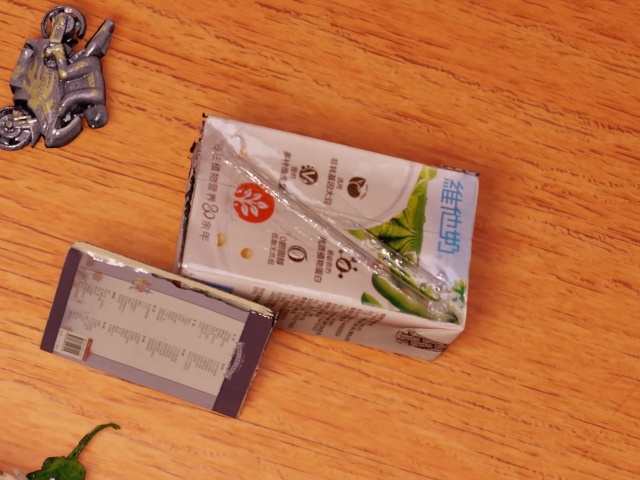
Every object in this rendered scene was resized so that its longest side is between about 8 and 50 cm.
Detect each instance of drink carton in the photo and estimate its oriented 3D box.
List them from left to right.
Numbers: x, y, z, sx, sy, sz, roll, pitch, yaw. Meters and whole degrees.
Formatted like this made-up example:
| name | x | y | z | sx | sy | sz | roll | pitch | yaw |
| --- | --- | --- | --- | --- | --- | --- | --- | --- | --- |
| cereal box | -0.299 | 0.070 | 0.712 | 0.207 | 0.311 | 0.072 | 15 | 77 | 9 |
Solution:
| name | x | y | z | sx | sy | sz | roll | pitch | yaw |
| --- | --- | --- | --- | --- | --- | --- | --- | --- | --- |
| drink carton | -0.001 | 0.000 | 1.874 | 0.324 | 0.132 | 0.194 | 12 | 67 | -9 |

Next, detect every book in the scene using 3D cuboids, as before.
| name | x | y | z | sx | sy | sz | roll | pitch | yaw |
| --- | --- | --- | --- | --- | --- | --- | --- | --- | --- |
| book | -0.174 | 0.095 | 1.798 | 0.231 | 0.157 | 0.026 | 20 | 39 | -4 |

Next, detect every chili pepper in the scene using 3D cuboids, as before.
| name | x | y | z | sx | sy | sz | roll | pitch | yaw |
| --- | --- | --- | --- | --- | --- | --- | --- | --- | --- |
| chili pepper | -0.283 | 0.311 | 1.738 | 0.122 | 0.065 | 0.279 | 13 | 70 | -17 |

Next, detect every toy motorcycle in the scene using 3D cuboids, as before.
| name | x | y | z | sx | sy | sz | roll | pitch | yaw |
| --- | --- | --- | --- | --- | --- | --- | --- | --- | --- |
| toy motorcycle | -0.291 | -0.174 | 1.912 | 0.124 | 0.061 | 0.193 | 23 | 73 | 3 |

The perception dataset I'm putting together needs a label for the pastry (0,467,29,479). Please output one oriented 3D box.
| name | x | y | z | sx | sy | sz | roll | pitch | yaw |
| --- | --- | --- | --- | --- | --- | --- | --- | --- | --- |
| pastry | -0.393 | 0.315 | 1.647 | 0.264 | 0.133 | 0.265 | -3 | 76 | 10 |
